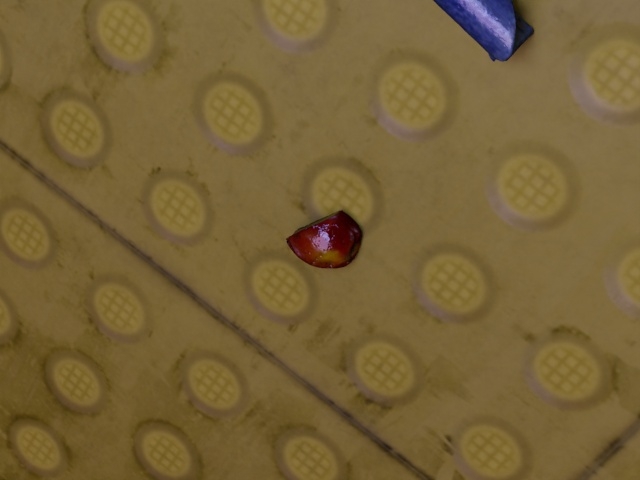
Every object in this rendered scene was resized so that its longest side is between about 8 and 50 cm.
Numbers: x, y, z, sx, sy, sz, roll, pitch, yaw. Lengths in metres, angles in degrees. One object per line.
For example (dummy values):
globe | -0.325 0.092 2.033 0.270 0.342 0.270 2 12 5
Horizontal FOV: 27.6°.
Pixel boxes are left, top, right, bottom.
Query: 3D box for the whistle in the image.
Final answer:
whistle | 0.091 -0.300 1.294 0.304 0.062 0.062 44 127 0

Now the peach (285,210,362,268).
peach | 0.000 0.000 1.509 0.083 0.050 0.077 23 123 19
